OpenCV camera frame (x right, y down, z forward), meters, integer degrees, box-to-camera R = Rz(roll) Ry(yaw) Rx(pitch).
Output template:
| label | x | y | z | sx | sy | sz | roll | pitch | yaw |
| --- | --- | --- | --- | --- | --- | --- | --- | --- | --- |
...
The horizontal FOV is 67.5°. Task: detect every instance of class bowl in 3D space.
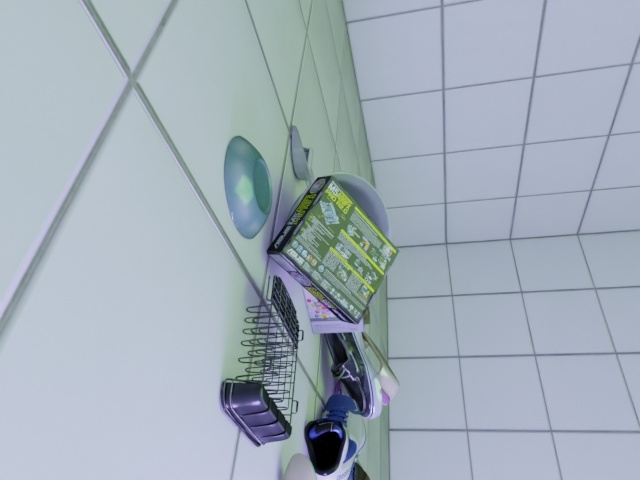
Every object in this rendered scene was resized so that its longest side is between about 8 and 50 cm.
| label | x | y | z | sx | sy | sz | roll | pitch | yaw |
| --- | --- | --- | --- | --- | --- | --- | --- | --- | --- |
| bowl | 0.022 | -0.014 | 1.177 | 0.297 | 0.134 | 0.298 | 1 | 89 | -36 |

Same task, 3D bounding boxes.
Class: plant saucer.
| label | x | y | z | sx | sy | sz | roll | pitch | yaw |
| --- | --- | --- | --- | --- | --- | --- | --- | --- | --- |
| plant saucer | -0.124 | -0.100 | 0.897 | 0.195 | 0.037 | 0.195 | -5 | 90 | -78 |

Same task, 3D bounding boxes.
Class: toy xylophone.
| label | x | y | z | sx | sy | sz | roll | pitch | yaw |
| --- | --- | --- | --- | --- | --- | --- | --- | --- | --- |
| toy xylophone | 0.151 | 0.383 | 1.610 | 0.236 | 0.081 | 0.323 | 53 | 2 | -19 |

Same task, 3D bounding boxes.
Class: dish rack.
| label | x | y | z | sx | sy | sz | roll | pitch | yaw |
| --- | --- | --- | --- | --- | --- | --- | --- | --- | --- |
| dish rack | -0.091 | 0.209 | 0.872 | 0.208 | 0.074 | 0.272 | 74 | 15 | -48 |

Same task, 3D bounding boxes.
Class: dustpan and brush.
| label | x | y | z | sx | sy | sz | roll | pitch | yaw |
| --- | --- | --- | --- | --- | --- | --- | --- | --- | --- |
| dustpan and brush | -0.037 | -0.188 | 1.272 | 0.147 | 0.060 | 0.211 | 67 | 22 | -57 |

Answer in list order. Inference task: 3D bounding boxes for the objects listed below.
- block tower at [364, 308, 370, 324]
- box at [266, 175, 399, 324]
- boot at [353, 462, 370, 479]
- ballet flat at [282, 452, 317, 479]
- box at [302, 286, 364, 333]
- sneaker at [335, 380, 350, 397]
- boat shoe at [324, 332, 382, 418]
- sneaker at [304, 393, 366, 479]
| label | x | y | z | sx | sy | sz | roll | pitch | yaw |
| --- | --- | --- | --- | --- | --- | --- | --- | --- | --- |
| block tower | 0.137 | 0.170 | 1.883 | 0.097 | 0.090 | 0.336 | -14 | 99 | -77 |
| box | 0.038 | 0.025 | 1.070 | 0.270 | 0.060 | 0.216 | 45 | 65 | -28 |
| boot | 0.095 | 0.813 | 1.565 | 0.106 | 0.082 | 0.219 | 61 | 21 | -8 |
| ballet flat | -0.049 | 0.554 | 0.937 | 0.086 | 0.086 | 0.249 | 13 | 74 | -77 |
| box | 0.037 | 0.168 | 1.290 | 0.038 | 0.145 | 0.186 | -76 | 159 | -59 |
| sneaker | 0.133 | 0.505 | 1.593 | 0.305 | 0.152 | 0.114 | 27 | 71 | -75 |
| boat shoe | 0.079 | 0.374 | 1.438 | 0.119 | 0.121 | 0.335 | -7 | 71 | -35 |
| sneaker | 0.042 | 0.502 | 1.239 | 0.315 | 0.127 | 0.182 | -70 | 155 | -59 |
